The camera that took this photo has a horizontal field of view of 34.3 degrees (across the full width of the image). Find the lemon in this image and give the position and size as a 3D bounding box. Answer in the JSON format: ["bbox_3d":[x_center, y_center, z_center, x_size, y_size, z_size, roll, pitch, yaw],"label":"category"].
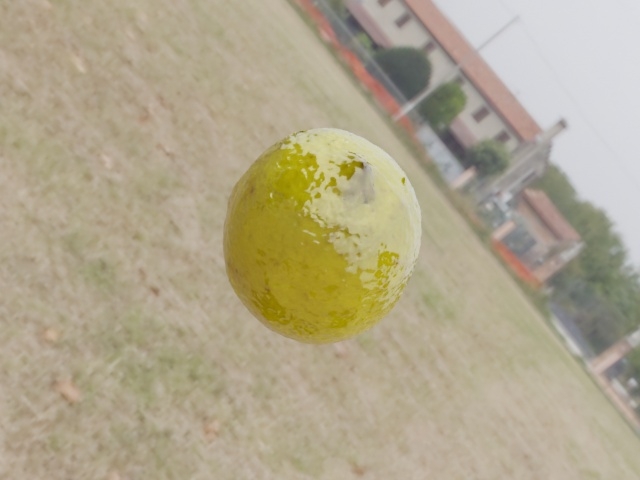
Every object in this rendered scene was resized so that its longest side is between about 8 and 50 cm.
[{"bbox_3d":[0.000,0.000,0.569,0.109,0.133,0.109,12,41,-11],"label":"lemon"}]
